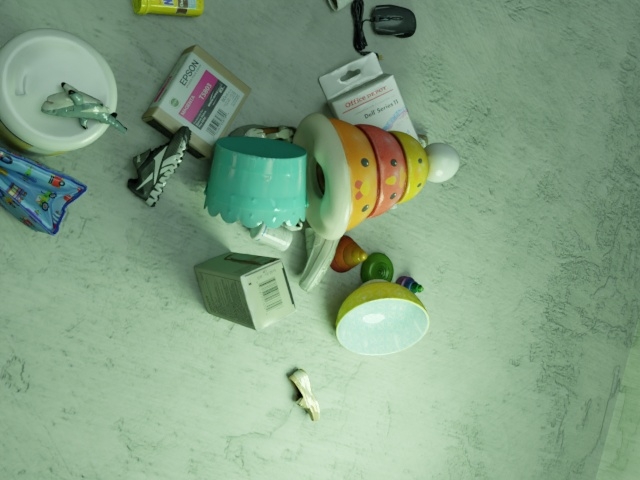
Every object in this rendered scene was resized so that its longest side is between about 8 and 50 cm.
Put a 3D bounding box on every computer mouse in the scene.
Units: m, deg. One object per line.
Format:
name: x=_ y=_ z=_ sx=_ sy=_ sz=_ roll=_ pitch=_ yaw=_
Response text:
computer mouse: x=0.218 y=-0.669 z=2.027 sx=0.262 sy=0.060 sz=0.184 roll=-1 pitch=92 yaw=-32

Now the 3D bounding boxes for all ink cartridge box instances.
ink cartridge box: x=0.156 y=-0.369 z=1.926 sx=0.207 sy=0.119 sz=0.353 roll=-26 pitch=108 yaw=1
ink cartridge box: x=-0.325 y=-0.363 z=1.683 sx=0.193 sy=0.088 sz=0.234 roll=35 pitch=76 yaw=-30

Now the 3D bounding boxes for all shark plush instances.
shark plush: x=-0.461 y=-0.252 z=1.249 sx=0.161 sy=0.073 sz=0.067 roll=19 pitch=103 yaw=-53

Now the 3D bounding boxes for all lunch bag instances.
lunch bag: x=-0.692 y=-0.146 z=1.382 sx=0.293 sy=0.221 sz=0.138 roll=38 pitch=73 yaw=-28

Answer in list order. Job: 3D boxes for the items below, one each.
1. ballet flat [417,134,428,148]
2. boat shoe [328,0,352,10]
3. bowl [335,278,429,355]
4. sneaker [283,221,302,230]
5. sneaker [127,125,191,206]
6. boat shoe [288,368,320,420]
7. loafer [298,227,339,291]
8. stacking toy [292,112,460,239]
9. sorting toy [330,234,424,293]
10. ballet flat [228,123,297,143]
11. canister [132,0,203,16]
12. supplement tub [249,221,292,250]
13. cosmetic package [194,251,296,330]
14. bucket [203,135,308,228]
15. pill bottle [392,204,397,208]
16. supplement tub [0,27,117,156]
ballet flat: x=0.298 y=-0.298 z=2.095 sx=0.206 sy=0.067 sz=0.073 roll=-30 pitch=109 yaw=-28
boat shoe: x=0.002 y=-0.804 z=1.859 sx=0.096 sy=0.098 sz=0.277 roll=-50 pitch=118 yaw=-21
bowl: x=0.183 y=0.216 z=1.982 sx=0.289 sy=0.289 sz=0.156 roll=28 pitch=35 yaw=-31
sneaker: x=-0.105 y=-0.088 z=1.855 sx=0.152 sy=0.061 sz=0.053 roll=47 pitch=71 yaw=-24
sneaker: x=-0.415 y=-0.200 z=1.604 sx=0.106 sy=0.078 sz=0.234 roll=29 pitch=109 yaw=-20
boat shoe: x=-0.052 y=0.476 z=1.925 sx=0.059 sy=0.063 sz=0.170 roll=-22 pitch=95 yaw=-27
loafer: x=0.000 y=0.000 z=1.912 sx=0.111 sy=0.112 sz=0.319 roll=23 pitch=76 yaw=6
stacking toy: x=0.184 y=-0.211 z=1.796 sx=0.480 sy=0.350 sz=0.350 roll=-12 pitch=99 yaw=-19
sorting toy: x=0.195 y=0.095 z=2.020 sx=0.365 sy=0.126 sz=0.127 roll=28 pitch=78 yaw=-30
ballet flat: x=-0.157 y=-0.299 z=1.805 sx=0.213 sy=0.068 sz=0.072 roll=-11 pitch=99 yaw=-31
canister: x=-0.393 y=-0.644 z=1.632 sx=0.170 sy=0.073 sz=0.126 roll=-8 pitch=98 yaw=-33
supplement tub: x=-0.143 y=-0.018 z=1.829 sx=0.107 sy=0.071 sz=0.071 roll=25 pitch=79 yaw=-32
cosmetic package: x=-0.203 y=0.125 z=1.666 sx=0.129 sy=0.296 sz=0.153 roll=-24 pitch=107 yaw=-30
bucket: x=-0.164 y=-0.161 z=1.672 sx=0.281 sy=0.281 sz=0.183 roll=-4 pitch=113 yaw=-32
pill bottle: x=0.234 y=-0.147 z=2.077 sx=0.043 sy=0.043 sz=0.083 roll=-11 pitch=99 yaw=-32
supplement tub: x=-0.596 y=-0.304 z=1.368 sx=0.241 sy=0.331 sz=0.241 roll=-3 pitch=95 yaw=-33
